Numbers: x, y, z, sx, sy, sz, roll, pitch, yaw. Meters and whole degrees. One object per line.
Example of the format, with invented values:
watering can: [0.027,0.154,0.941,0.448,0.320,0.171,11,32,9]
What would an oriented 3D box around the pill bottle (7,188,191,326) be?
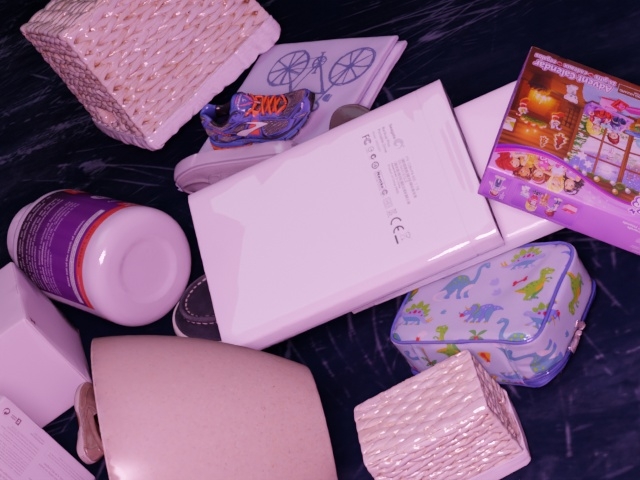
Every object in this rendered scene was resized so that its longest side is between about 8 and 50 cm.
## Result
pill bottle: [-0.357,0.018,2.026,0.323,0.181,0.181,13,59,48]

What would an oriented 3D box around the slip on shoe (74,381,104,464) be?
slip on shoe: [-0.319,0.252,1.836,0.041,0.051,0.135,-31,38,18]

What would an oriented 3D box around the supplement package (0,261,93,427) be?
supplement package: [-0.515,0.210,1.948,0.293,0.175,0.177,-36,33,2]

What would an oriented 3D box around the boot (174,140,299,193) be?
boot: [-0.131,-0.071,1.989,0.258,0.095,0.124,-10,70,41]

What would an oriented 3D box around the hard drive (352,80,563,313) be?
hard drive: [0.150,-0.058,1.585,0.307,0.040,0.203,-23,58,12]

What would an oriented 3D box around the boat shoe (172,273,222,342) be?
boat shoe: [0.000,0.000,1.759,0.500,0.156,0.187,-25,38,19]

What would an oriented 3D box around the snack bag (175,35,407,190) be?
snack bag: [-0.051,-0.202,2.140,0.323,0.037,0.343,5,55,45]

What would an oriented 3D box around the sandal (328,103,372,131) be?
sandal: [0.048,-0.133,1.927,0.089,0.060,0.219,-5,46,12]

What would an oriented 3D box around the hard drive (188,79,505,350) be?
hard drive: [0.022,-0.026,1.577,0.353,0.047,0.233,-24,58,12]

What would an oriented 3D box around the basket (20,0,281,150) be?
basket: [-0.309,-0.375,2.335,0.331,0.266,0.328,-44,26,-12]

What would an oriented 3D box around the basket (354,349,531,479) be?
basket: [0.129,0.215,1.440,0.167,0.103,0.113,-30,34,12]

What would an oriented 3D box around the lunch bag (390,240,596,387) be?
lunch bag: [0.206,0.082,1.533,0.219,0.090,0.176,-4,43,39]

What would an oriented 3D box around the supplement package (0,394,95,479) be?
supplement package: [-0.490,0.349,1.746,0.198,0.199,0.263,10,56,47]

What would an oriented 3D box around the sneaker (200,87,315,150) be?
sneaker: [-0.105,-0.199,2.079,0.221,0.087,0.083,-16,43,31]

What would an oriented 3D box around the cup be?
cup: [-0.111,0.248,1.473,0.236,0.331,0.331,-12,35,-6]

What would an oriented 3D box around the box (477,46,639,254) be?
box: [0.347,-0.090,1.489,0.293,0.057,0.201,21,56,4]
